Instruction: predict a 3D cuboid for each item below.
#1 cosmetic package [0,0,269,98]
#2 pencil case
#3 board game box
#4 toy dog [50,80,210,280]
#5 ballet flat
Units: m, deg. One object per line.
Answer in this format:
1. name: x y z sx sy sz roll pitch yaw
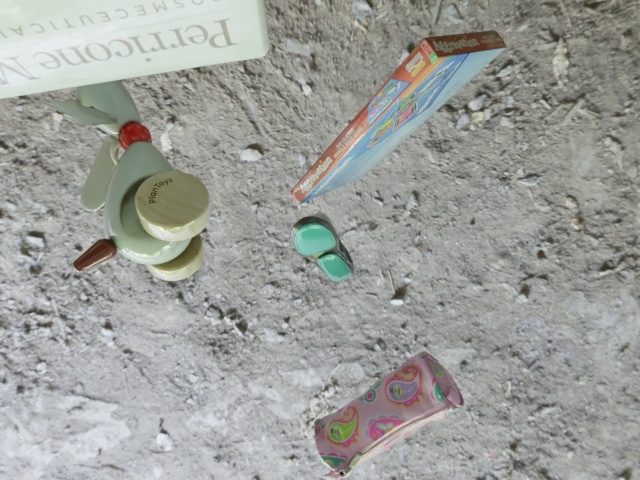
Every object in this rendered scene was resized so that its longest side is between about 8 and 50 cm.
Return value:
1. cosmetic package: -0.226 -0.331 0.206 0.329 0.394 0.328 -10 76 -2
2. pencil case: 0.116 0.322 0.758 0.284 0.124 0.124 -39 101 13
3. board game box: 0.080 -0.140 0.518 0.027 0.145 0.281 57 141 5
4. toy dog: -0.276 -0.076 0.549 0.160 0.333 0.220 -24 137 -30
5. ballet flat: 0.000 0.000 0.666 0.074 0.074 0.203 -26 146 7
